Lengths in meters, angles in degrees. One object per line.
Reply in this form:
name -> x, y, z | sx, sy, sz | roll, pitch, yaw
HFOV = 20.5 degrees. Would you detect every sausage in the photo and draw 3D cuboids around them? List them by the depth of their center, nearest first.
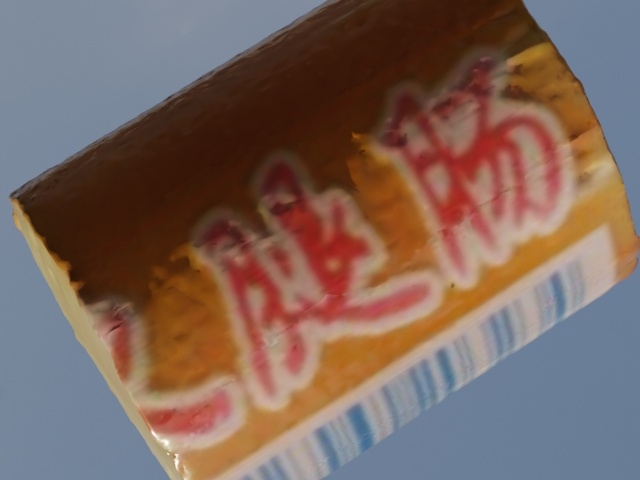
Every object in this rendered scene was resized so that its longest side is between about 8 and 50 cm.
sausage -> 0.000, 0.000, 0.985 | 0.287, 0.233, 0.233 | -32, -144, -6
